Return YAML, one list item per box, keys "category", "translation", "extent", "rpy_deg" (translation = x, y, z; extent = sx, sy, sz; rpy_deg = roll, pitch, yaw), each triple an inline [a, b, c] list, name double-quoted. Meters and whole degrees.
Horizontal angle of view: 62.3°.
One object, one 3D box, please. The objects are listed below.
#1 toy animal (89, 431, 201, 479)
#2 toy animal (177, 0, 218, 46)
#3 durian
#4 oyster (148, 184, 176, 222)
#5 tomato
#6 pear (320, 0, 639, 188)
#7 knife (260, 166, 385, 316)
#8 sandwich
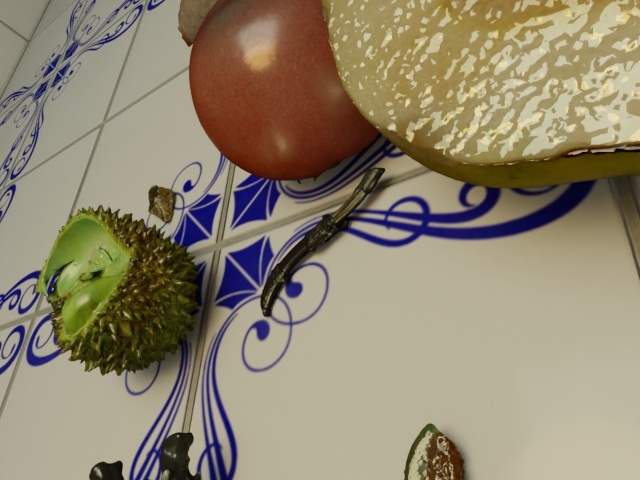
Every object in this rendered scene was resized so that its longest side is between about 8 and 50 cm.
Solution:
- category: "toy animal"
  translation: [-0.181, 0.304, 0.525]
  extent: [0.245, 0.115, 0.146]
  rpy_deg: [-66, 32, 18]
- category: "toy animal"
  translation: [-0.059, -0.379, 0.771]
  extent: [0.358, 0.226, 0.188]
  rpy_deg: [-22, 62, 30]
- category: "durian"
  translation: [-0.260, 0.070, 0.687]
  extent: [0.237, 0.176, 0.200]
  rpy_deg: [22, 69, 41]
- category: "oyster"
  translation: [-0.270, -0.066, 0.891]
  extent: [0.093, 0.034, 0.051]
  rpy_deg: [28, 91, 43]
- category: "tomato"
  translation: [-0.033, -0.198, 0.637]
  extent: [0.256, 0.224, 0.255]
  rpy_deg: [-22, 42, 22]
- category: "pear"
  translation: [0.199, -0.193, 0.434]
  extent: [0.340, 0.191, 0.386]
  rpy_deg: [-52, 54, 14]
- category: "knife"
  translation: [-0.003, -0.003, 0.621]
  extent: [0.222, 0.021, 0.045]
  rpy_deg: [-50, 42, 10]
- category: "sandwich"
  translation: [0.097, 0.208, 0.388]
  extent: [0.067, 0.029, 0.135]
  rpy_deg: [-43, 44, 12]
